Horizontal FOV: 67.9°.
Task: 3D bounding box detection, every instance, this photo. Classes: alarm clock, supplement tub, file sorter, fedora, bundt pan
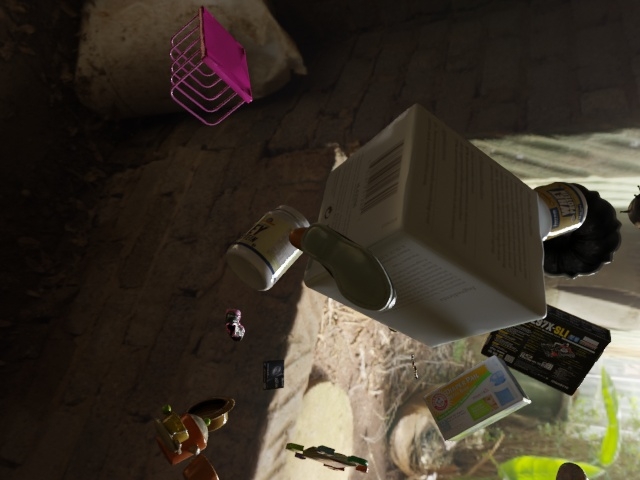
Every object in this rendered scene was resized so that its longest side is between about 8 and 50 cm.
[{"bbox_3d":[1.031,-0.083,1.438,0.129,0.192,0.064,-55,162,-5],"label":"alarm clock"},{"bbox_3d":[-0.210,0.025,1.998,0.325,0.235,0.235,-49,135,-33],"label":"supplement tub"},{"bbox_3d":[-0.365,-0.551,1.527,0.202,0.182,0.291,36,32,-46],"label":"file sorter"},{"bbox_3d":[-0.403,0.639,1.731,0.194,0.194,0.079,-28,109,-62],"label":"fedora"},{"bbox_3d":[0.595,-0.071,1.285,0.199,0.144,0.144,-17,110,-22],"label":"supplement tub"},{"bbox_3d":[0.786,-0.019,1.562,0.124,0.330,0.331,57,40,-66],"label":"bundt pan"}]

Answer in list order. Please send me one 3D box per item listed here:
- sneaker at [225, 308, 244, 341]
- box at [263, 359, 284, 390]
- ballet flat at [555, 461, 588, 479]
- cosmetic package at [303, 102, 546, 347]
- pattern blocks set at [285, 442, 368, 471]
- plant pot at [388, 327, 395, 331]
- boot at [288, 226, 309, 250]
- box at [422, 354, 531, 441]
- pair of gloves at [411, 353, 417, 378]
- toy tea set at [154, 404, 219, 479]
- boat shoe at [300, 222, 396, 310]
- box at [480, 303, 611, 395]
[{"bbox_3d":[-0.229,0.233,1.243,0.057,0.047,0.119,-89,176,-48],"label":"sneaker"},{"bbox_3d":[-0.139,0.399,1.413,0.067,0.018,0.083,8,79,-41],"label":"box"},{"bbox_3d":[0.806,0.855,1.497,0.106,0.107,0.316,-73,154,-71],"label":"ballet flat"},{"bbox_3d":[0.233,-0.006,1.055,0.393,0.327,0.330,29,54,-22],"label":"cosmetic package"},{"bbox_3d":[0.024,0.707,1.549,0.285,0.325,0.026,27,58,-18],"label":"pattern blocks set"},{"bbox_3d":[0.245,0.254,1.491,0.079,0.083,0.083,-8,97,-62],"label":"plant pot"},{"bbox_3d":[0.000,0.001,1.620,0.211,0.295,0.104,29,77,-73],"label":"boot"},{"bbox_3d":[0.363,0.373,1.114,0.103,0.203,0.114,33,25,-52],"label":"box"},{"bbox_3d":[0.351,0.471,1.774,0.083,0.010,0.074,-97,175,-48],"label":"pair of gloves"},{"bbox_3d":[-0.246,0.512,1.072,0.124,0.336,0.200,-29,164,-33],"label":"toy tea set"},{"bbox_3d":[0.054,0.043,0.784,0.068,0.228,0.081,28,100,-44],"label":"boat shoe"},{"bbox_3d":[0.735,0.339,1.580,0.079,0.321,0.257,-41,149,-55],"label":"box"}]
